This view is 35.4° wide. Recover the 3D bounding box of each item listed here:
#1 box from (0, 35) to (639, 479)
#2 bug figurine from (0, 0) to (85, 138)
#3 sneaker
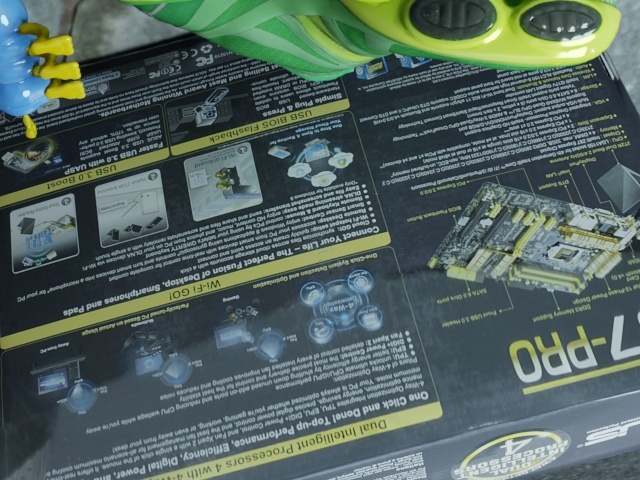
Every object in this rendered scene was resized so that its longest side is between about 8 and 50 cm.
[{"bbox_3d":[0.000,0.000,0.599,0.395,0.318,0.097,-15,145,0],"label":"box"},{"bbox_3d":[-0.273,-0.133,0.530,0.279,0.072,0.216,-4,138,-7],"label":"bug figurine"},{"bbox_3d":[0.016,-0.144,0.521,0.296,0.109,0.123,16,177,29],"label":"sneaker"}]
